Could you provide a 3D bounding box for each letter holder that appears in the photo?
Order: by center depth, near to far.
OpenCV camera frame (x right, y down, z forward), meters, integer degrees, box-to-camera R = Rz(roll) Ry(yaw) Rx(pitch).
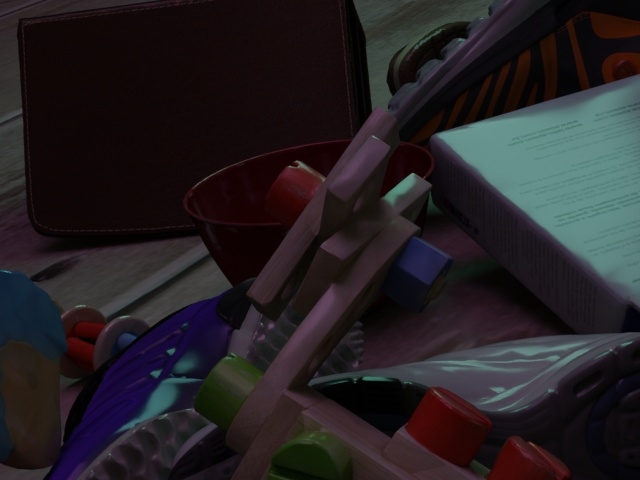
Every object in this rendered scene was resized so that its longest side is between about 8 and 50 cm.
[{"bbox_3d":[-0.106,-0.099,1.380,0.301,0.215,0.152,-7,-12,7],"label":"letter holder"}]

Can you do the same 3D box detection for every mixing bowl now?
[{"bbox_3d":[0.000,0.000,1.079,0.181,0.098,0.181,-10,20,4],"label":"mixing bowl"}]

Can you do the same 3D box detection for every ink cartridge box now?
[{"bbox_3d":[0.289,-0.024,1.016,0.324,0.071,0.330,-16,34,-18],"label":"ink cartridge box"}]

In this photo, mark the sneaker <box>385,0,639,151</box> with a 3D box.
[{"bbox_3d":[0.160,-0.087,1.214,0.321,0.180,0.124,-42,6,11],"label":"sneaker"}]

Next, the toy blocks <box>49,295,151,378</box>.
[{"bbox_3d":[-0.175,0.085,0.998,0.148,0.054,0.123,9,26,43],"label":"toy blocks"}]

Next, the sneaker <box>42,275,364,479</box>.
[{"bbox_3d":[-0.094,0.119,0.814,0.146,0.102,0.293,-15,18,35],"label":"sneaker"}]

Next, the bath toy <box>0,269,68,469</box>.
[{"bbox_3d":[-0.291,0.114,0.777,0.348,0.151,0.129,-22,37,28],"label":"bath toy"}]

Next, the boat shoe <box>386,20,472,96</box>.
[{"bbox_3d":[0.154,-0.180,1.544,0.257,0.095,0.095,-18,6,-38],"label":"boat shoe"}]

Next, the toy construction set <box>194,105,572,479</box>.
[{"bbox_3d":[0.077,0.085,0.589,0.327,0.215,0.151,35,10,26],"label":"toy construction set"}]

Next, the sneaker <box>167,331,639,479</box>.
[{"bbox_3d":[0.062,0.107,0.764,0.297,0.111,0.129,-6,4,-21],"label":"sneaker"}]
